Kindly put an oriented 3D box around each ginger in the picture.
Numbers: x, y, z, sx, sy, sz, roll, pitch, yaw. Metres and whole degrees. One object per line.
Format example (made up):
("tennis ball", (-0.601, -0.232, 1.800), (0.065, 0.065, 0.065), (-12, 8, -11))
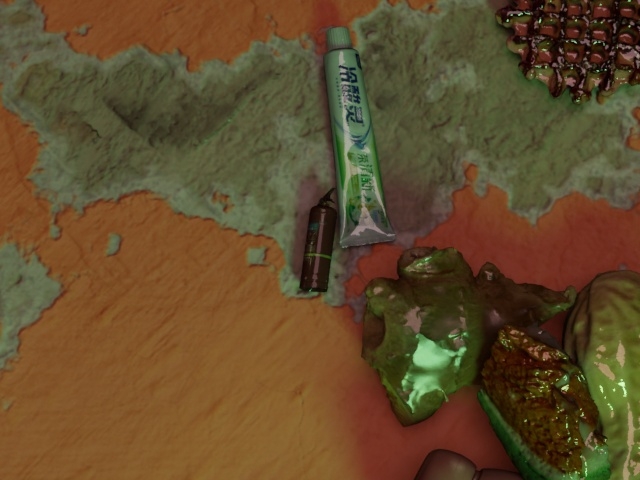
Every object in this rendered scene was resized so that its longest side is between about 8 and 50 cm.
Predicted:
("ginger", (0.178, 0.100, 1.542), (0.270, 0.123, 0.219), (-25, 97, -11))

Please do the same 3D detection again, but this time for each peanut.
("peanut", (0.371, 0.189, 1.509), (0.149, 0.149, 0.313), (-7, 82, -1))

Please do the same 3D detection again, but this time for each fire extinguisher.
("fire extinguisher", (0.000, 0.000, 1.606), (0.039, 0.056, 0.132), (12, 79, -23))

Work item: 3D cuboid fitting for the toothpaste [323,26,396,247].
("toothpaste", (0.042, -0.138, 1.644), (0.075, 0.048, 0.297), (-7, 80, -7))

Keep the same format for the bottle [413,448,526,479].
("bottle", (0.225, 0.359, 1.436), (0.297, 0.206, 0.173), (28, 96, 8))

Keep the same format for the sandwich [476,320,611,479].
("sandwich", (0.270, 0.192, 1.436), (0.109, 0.160, 0.185), (-10, 41, -24))

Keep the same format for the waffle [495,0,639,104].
("waffle", (0.357, -0.291, 1.670), (0.234, 0.055, 0.221), (-40, 77, -13))
